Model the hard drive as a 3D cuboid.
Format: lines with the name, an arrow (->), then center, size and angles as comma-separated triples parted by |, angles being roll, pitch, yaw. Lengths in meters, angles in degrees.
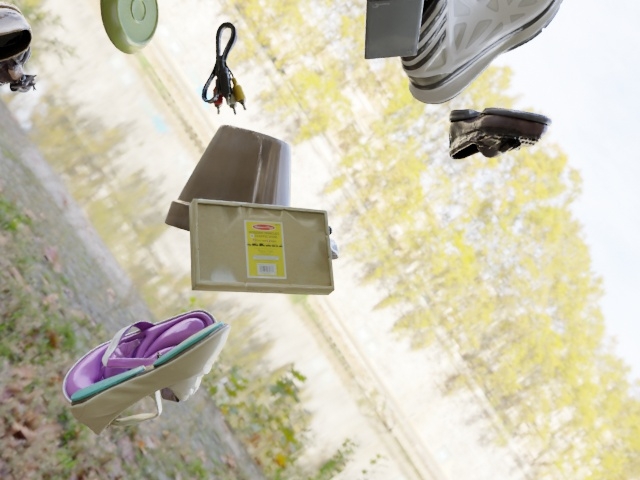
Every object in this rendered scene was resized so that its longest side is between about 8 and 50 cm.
hard drive -> 0.121, -0.364, 1.208 | 0.135, 0.094, 0.022 | 86, -2, -61

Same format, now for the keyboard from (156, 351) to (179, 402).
keyboard -> -0.334, 0.294, 1.555 | 0.180, 0.023, 0.108 | -23, -97, 65

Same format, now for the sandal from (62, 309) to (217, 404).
sandal -> -0.452, 0.266, 1.785 | 0.169, 0.416, 0.102 | 40, -37, 34

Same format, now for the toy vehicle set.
toy vehicle set -> -0.108, 0.015, 1.328 | 0.035, 0.267, 0.165 | 136, -46, -59

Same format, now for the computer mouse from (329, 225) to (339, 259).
computer mouse -> 0.000, 0.000, 1.900 | 0.193, 0.106, 0.042 | 55, 37, -61

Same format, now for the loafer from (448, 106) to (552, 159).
loafer -> 0.309, -0.181, 1.268 | 0.302, 0.109, 0.095 | -143, -116, -74

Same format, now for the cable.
cable -> -0.311, -0.540, 2.266 | 0.072, 0.140, 0.287 | 11, 74, -75

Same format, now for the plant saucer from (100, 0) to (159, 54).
plant saucer -> -0.515, -0.637, 1.972 | 0.037, 0.241, 0.241 | 8, -26, 23

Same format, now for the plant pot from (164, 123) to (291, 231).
plant pot -> -0.198, -0.132, 1.811 | 0.323, 0.280, 0.323 | 16, 0, 0

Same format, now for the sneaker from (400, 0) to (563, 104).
sneaker -> 0.325, -0.499, 1.420 | 0.169, 0.447, 0.257 | 42, -6, 37

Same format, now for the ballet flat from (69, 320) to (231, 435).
ballet flat -> -0.221, 0.196, 0.983 | 0.086, 0.248, 0.086 | 63, 4, -8

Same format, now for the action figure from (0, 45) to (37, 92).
action figure -> -0.697, -0.412, 1.496 | 0.185, 0.099, 0.285 | 2, -32, 31

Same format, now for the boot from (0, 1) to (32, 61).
boot -> -0.677, -0.354, 1.288 | 0.115, 0.305, 0.112 | 45, -31, 39
